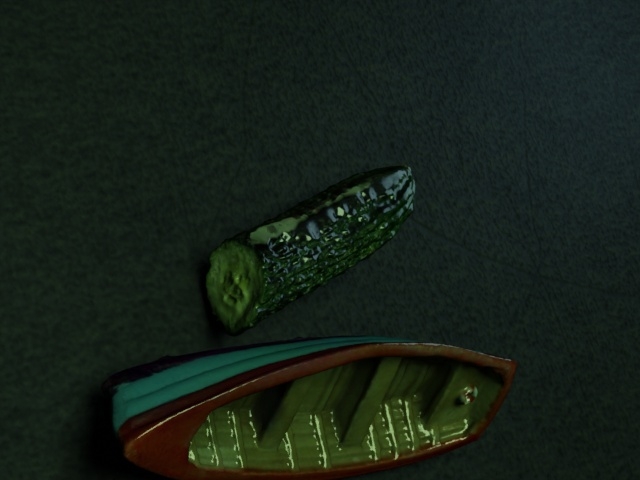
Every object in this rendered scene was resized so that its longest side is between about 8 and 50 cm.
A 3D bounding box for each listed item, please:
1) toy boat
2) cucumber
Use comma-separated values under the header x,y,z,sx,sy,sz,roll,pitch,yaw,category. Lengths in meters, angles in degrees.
x,y,z,sx,sy,sz,roll,pitch,yaw,category
-0.007,0.125,1.365,0.392,0.136,0.079,0,34,-41,toy boat
-0.001,0.001,1.457,0.265,0.077,0.077,-27,89,-48,cucumber
